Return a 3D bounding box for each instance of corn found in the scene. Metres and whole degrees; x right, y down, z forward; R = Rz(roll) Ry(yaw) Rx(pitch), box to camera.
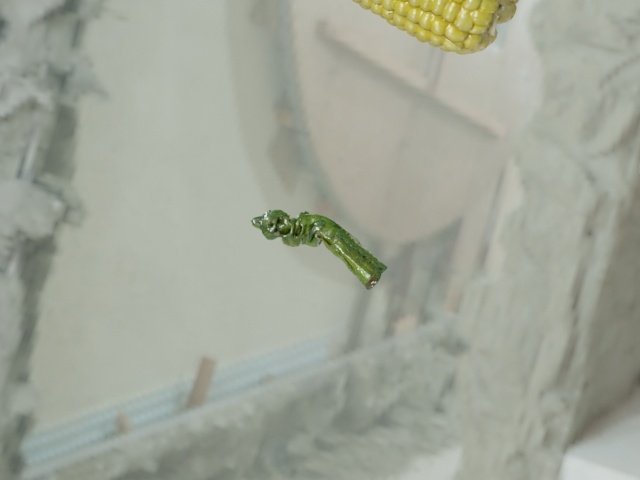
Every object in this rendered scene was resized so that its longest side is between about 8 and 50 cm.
[{"bbox_3d":[0.020,-0.207,1.144,0.093,0.244,0.093,-53,-13,-18],"label":"corn"}]

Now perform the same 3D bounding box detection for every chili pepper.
[{"bbox_3d":[0.000,0.000,1.031,0.022,0.083,0.027,-49,-16,-77],"label":"chili pepper"}]
